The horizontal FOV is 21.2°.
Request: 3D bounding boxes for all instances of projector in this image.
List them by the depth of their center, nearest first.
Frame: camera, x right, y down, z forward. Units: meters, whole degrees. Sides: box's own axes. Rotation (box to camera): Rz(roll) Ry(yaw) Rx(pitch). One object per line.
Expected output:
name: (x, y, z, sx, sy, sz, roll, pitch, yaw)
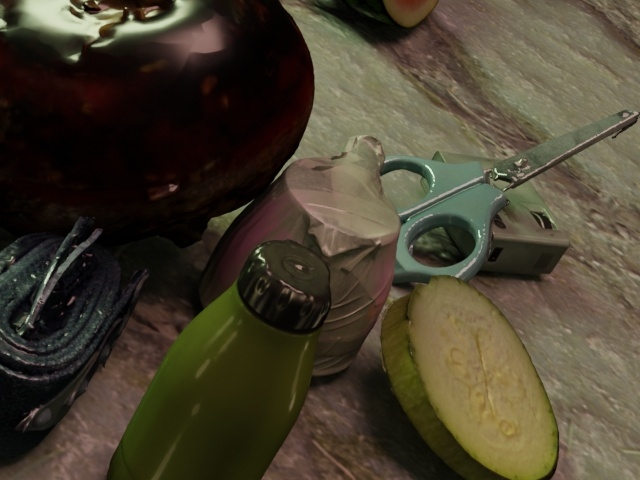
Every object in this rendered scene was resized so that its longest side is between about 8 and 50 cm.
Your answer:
projector: (0.189, -0.028, 1.888, 0.115, 0.061, 0.147, 4, 40, -32)

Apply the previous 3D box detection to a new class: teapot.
teapot: (0.009, 0.010, 1.582, 0.163, 0.178, 0.221, 42, 33, 19)

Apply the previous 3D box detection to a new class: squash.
squash: (0.138, 0.137, 1.580, 0.219, 0.041, 0.219, 35, 37, -31)

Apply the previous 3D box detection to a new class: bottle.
bottle: (-0.070, 0.114, 1.292, 0.112, 0.260, 0.112, 21, 33, -14)

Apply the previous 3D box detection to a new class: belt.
belt: (-0.226, 0.067, 1.361, 0.122, 0.128, 0.218, 28, 31, -1)

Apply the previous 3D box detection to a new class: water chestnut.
water chestnut: (-0.170, -0.111, 1.539, 0.350, 0.302, 0.350, -7, 42, 6)

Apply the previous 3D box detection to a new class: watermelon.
watermelon: (0.073, -0.365, 2.220, 0.128, 0.159, 0.303, 7, 27, 22)

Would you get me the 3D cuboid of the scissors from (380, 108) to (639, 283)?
scissors: (0.198, -0.067, 1.832, 0.360, 0.029, 0.191, -25, 53, -20)
